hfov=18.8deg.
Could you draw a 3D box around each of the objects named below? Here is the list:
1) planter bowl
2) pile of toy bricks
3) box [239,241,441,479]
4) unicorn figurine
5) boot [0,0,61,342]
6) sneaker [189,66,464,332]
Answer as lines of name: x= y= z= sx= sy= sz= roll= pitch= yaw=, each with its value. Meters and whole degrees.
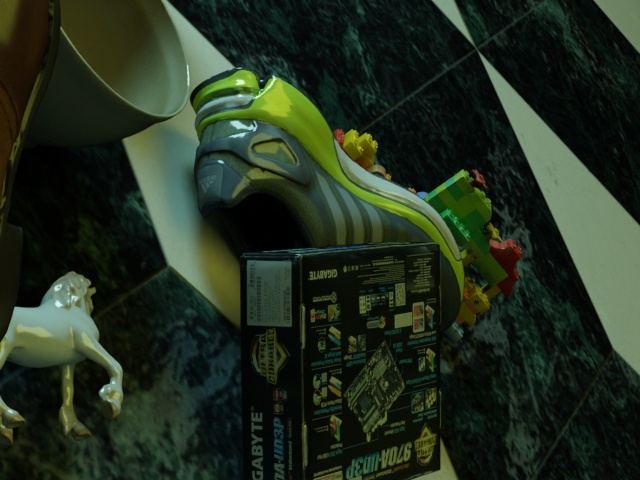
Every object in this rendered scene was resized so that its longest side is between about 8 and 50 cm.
planter bowl: x=-0.178 y=-0.126 z=1.285 sx=0.162 sy=0.109 sz=0.162 roll=46 pitch=26 yaw=-30
pile of toy bricks: x=0.101 y=-0.018 z=1.644 sx=0.212 sy=0.105 sz=0.118 roll=49 pitch=17 yaw=-17
box: x=0.019 y=0.090 z=1.371 sx=0.220 sy=0.051 sz=0.175 roll=-6 pitch=95 yaw=-61
unicorn figurine: x=-0.165 y=0.065 z=1.152 sx=0.162 sy=0.060 sz=0.111 roll=17 pitch=47 yaw=-54
boot: x=-0.197 y=-0.075 z=0.767 sx=0.280 sy=0.096 sz=0.264 roll=26 pitch=72 yaw=-78
sneaker: x=0.000 y=0.000 z=1.495 sx=0.300 sy=0.111 sz=0.121 roll=38 pitch=49 yaw=-33
